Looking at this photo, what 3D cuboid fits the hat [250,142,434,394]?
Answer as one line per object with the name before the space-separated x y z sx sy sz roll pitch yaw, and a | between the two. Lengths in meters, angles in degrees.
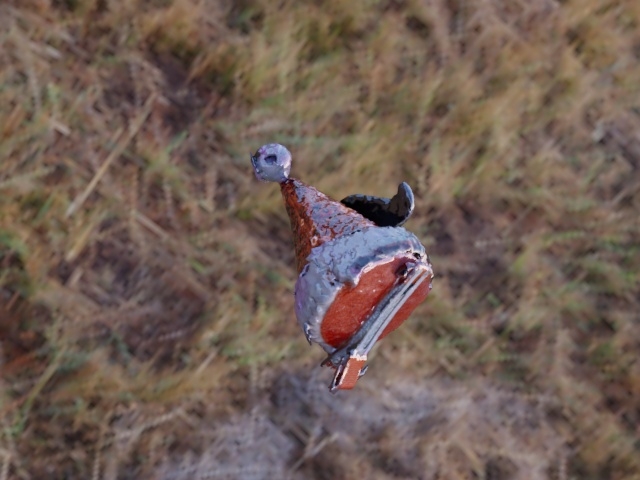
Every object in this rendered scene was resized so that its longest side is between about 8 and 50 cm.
hat | 0.001 0.002 1.401 0.129 0.140 0.227 -9 47 -34
